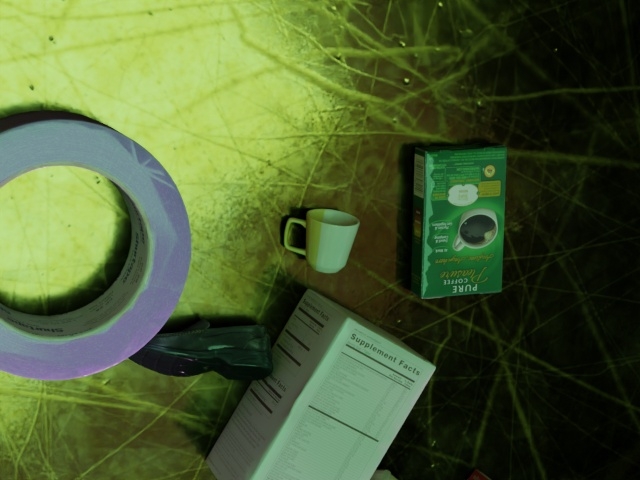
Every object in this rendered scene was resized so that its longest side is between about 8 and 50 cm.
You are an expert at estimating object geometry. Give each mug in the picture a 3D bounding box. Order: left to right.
[{"bbox_3d":[0.004,0.000,1.397,0.062,0.078,0.064,-16,121,-52],"label":"mug"}]

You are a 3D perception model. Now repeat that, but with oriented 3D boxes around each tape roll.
[{"bbox_3d":[-0.280,0.004,1.262,0.275,0.090,0.274,-5,105,-20],"label":"tape roll"}]

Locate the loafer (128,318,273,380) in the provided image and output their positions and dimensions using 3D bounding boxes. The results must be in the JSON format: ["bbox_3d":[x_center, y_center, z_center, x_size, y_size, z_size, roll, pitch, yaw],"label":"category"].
[{"bbox_3d":[-0.139,0.120,1.369,0.170,0.062,0.061,8,60,-16],"label":"loafer"}]

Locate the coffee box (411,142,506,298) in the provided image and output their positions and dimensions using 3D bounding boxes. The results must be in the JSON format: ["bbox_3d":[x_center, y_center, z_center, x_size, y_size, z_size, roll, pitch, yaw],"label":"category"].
[{"bbox_3d":[0.167,-0.024,1.457,0.113,0.040,0.184,-6,104,-20],"label":"coffee box"}]

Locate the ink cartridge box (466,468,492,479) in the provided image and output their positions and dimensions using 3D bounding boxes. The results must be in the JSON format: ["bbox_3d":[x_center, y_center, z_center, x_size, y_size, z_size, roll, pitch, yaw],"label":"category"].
[{"bbox_3d":[0.203,0.469,1.544,0.197,0.114,0.273,41,85,-25],"label":"ink cartridge box"}]

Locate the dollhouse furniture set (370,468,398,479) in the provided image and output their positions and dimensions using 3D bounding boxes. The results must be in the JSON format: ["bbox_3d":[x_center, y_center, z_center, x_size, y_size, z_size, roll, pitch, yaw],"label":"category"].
[{"bbox_3d":[0.049,0.417,1.426,0.161,0.212,0.242,42,59,-26],"label":"dollhouse furniture set"}]

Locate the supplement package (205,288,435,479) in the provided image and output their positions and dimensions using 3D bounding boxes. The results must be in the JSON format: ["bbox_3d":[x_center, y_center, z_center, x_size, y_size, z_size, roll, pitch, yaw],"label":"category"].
[{"bbox_3d":[-0.002,0.203,1.391,0.139,0.134,0.244,31,90,-24],"label":"supplement package"}]
